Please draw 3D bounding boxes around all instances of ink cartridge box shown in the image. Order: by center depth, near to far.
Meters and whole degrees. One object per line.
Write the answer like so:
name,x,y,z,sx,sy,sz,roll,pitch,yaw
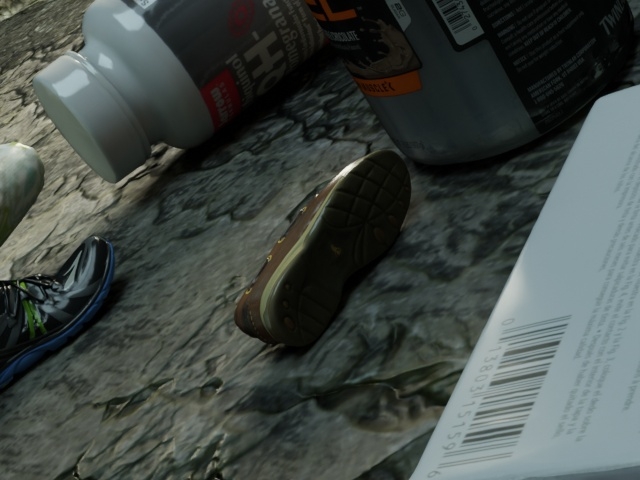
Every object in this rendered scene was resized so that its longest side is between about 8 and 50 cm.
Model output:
ink cartridge box,0.182,0.003,0.507,0.239,0.060,0.275,-15,27,36

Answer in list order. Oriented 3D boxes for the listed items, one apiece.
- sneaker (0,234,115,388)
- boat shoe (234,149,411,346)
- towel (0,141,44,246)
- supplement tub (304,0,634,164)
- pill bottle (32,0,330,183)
sneaker,-0.250,0.058,1.166,0.188,0.078,0.067,-39,24,-13
boat shoe,0.000,0.001,0.968,0.060,0.064,0.178,-4,40,47
towel,-0.424,0.089,1.225,0.374,0.090,0.320,-35,19,36
supplement tub,0.067,-0.239,1.000,0.207,0.338,0.207,-28,23,13
pill bottle,-0.123,-0.203,1.387,0.318,0.176,0.176,-40,24,-15
